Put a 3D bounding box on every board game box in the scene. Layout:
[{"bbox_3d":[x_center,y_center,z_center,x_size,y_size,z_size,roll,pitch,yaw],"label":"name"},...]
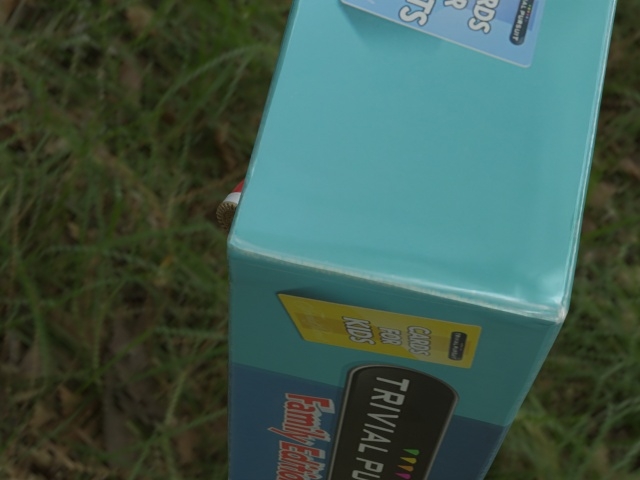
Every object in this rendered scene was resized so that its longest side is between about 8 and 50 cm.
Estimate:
[{"bbox_3d":[0.045,-0.083,0.516,0.079,0.254,0.336,12,65,2],"label":"board game box"}]

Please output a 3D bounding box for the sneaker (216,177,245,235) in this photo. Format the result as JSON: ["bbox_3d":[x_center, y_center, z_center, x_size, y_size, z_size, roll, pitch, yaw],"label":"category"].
[{"bbox_3d":[0.000,0.000,0.930,0.118,0.042,0.067,45,53,-10],"label":"sneaker"}]
